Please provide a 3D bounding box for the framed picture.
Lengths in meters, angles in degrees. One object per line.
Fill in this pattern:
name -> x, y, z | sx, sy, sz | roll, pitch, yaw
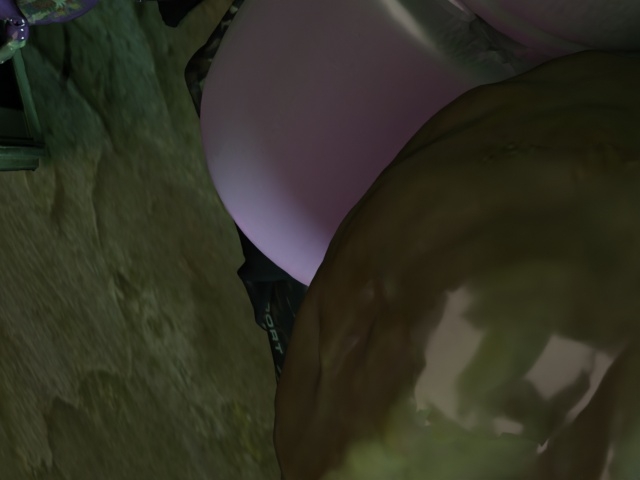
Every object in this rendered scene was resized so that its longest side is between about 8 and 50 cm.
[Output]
framed picture -> -0.214, -0.152, 1.181 | 0.293, 0.018, 0.231 | -93, -11, -87

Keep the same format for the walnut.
walnut -> 0.118, 0.069, 0.614 | 0.273, 0.227, 0.273 | 41, 142, 42

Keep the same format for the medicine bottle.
medicine bottle -> 0.061, -0.087, 0.726 | 0.152, 0.152, 0.254 | 66, 149, 16

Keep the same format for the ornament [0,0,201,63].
ornament -> -0.152, -0.135, 1.035 | 0.088, 0.203, 0.081 | -32, 82, 57

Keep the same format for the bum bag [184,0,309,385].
bum bag -> -0.001, 0.000, 0.956 | 0.102, 0.069, 0.248 | -15, 88, 25
